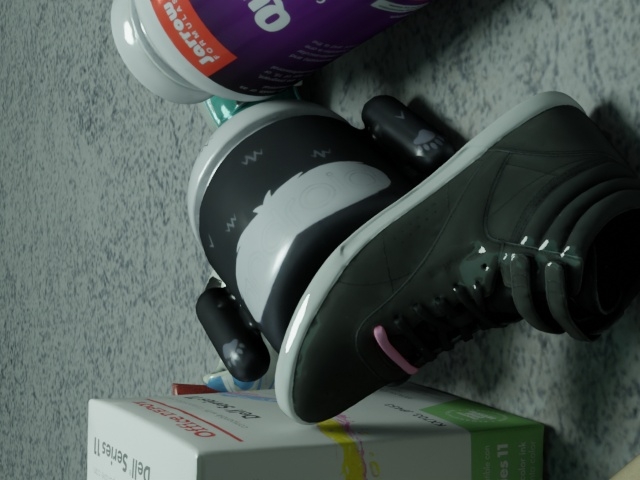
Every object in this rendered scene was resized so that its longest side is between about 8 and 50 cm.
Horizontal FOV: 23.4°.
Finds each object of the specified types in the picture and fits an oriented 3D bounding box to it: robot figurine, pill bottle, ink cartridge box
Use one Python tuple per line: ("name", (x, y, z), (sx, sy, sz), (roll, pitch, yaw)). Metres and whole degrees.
("robot figurine", (0.003, 0.000, 1.249), (0.278, 0.209, 0.173), (49, 150, 49))
("pill bottle", (-0.026, -0.226, 1.229), (0.323, 0.181, 0.181), (-27, 66, 43))
("ink cartridge box", (-0.038, 0.181, 1.124), (0.207, 0.354, 0.119), (9, 99, 60))

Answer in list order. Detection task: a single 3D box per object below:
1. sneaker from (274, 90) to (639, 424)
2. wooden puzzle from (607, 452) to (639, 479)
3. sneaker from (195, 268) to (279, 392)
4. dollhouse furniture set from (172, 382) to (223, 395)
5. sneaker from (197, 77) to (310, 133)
("sneaker", (0.102, 0.037, 1.024), (0.296, 0.104, 0.147), (-43, 44, -2))
("wooden puzzle", (0.237, 0.240, 0.963), (0.221, 0.044, 0.238), (-54, 40, 46))
("sneaker", (-0.074, 0.030, 1.465), (0.085, 0.086, 0.237), (-12, 78, 61))
("dollhouse furniture set", (-0.128, 0.283, 1.483), (0.374, 0.152, 0.201), (58, 137, 44))
("sneaker", (-0.059, -0.213, 1.418), (0.121, 0.108, 0.302), (133, 132, -55))
